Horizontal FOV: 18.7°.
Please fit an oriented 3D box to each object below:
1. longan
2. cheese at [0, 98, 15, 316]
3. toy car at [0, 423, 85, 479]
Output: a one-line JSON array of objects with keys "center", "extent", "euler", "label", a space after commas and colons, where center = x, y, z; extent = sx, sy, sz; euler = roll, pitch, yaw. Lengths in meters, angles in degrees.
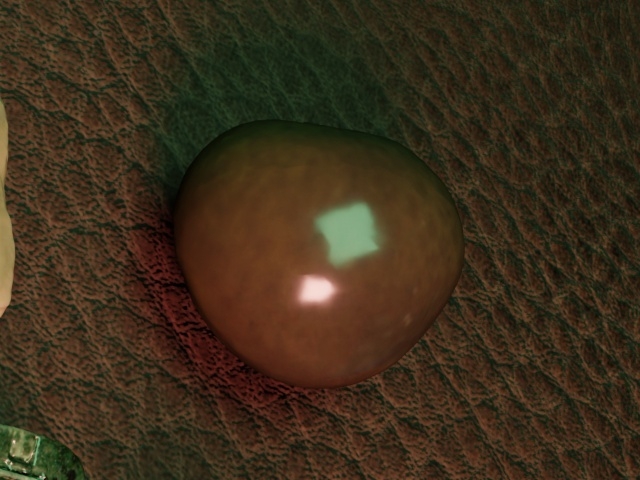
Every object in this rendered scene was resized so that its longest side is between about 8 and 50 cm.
[{"center": [0.000, 0.000, 1.880], "extent": [0.300, 0.243, 0.300], "euler": [32, 37, -29], "label": "longan"}, {"center": [-0.348, -0.048, 1.725], "extent": [0.159, 0.093, 0.263], "euler": [12, 58, -36], "label": "cheese"}, {"center": [-0.289, 0.298, 1.552], "extent": [0.136, 0.125, 0.305], "euler": [22, 76, -35], "label": "toy car"}]
